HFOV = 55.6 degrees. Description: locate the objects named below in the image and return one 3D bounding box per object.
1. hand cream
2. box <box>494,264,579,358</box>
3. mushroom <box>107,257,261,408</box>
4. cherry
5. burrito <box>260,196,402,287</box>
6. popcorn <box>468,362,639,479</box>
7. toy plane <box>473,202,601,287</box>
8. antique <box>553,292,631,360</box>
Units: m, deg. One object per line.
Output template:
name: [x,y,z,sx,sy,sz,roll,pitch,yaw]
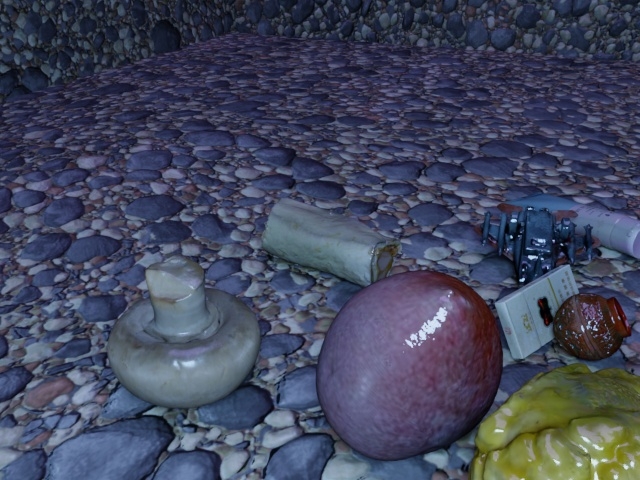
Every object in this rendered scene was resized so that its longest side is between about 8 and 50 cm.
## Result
hand cream: [0.519,-0.043,1.236,0.111,0.070,0.312,-16,24,-21]
box: [0.338,0.106,0.925,0.167,0.090,0.024,-21,3,-32]
mushroom: [-0.184,0.116,0.815,0.204,0.204,0.204,-1,29,1]
cherry: [0.105,0.135,0.734,0.240,0.239,0.206,-13,23,-21]
burrito: [0.003,-0.002,1.122,0.299,0.105,0.143,20,26,36]
popcorn: [0.275,0.231,0.608,0.250,0.189,0.250,-9,19,3]
toy plane: [0.375,0.024,1.055,0.223,0.104,0.326,8,30,15]
antique: [0.388,0.124,0.878,0.104,0.104,0.104,-1,29,1]
